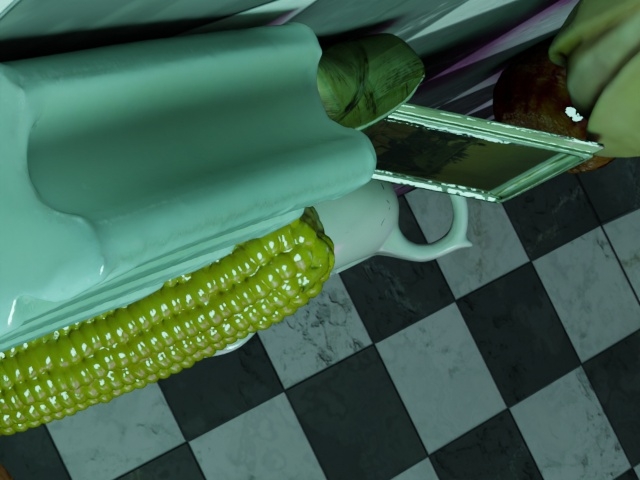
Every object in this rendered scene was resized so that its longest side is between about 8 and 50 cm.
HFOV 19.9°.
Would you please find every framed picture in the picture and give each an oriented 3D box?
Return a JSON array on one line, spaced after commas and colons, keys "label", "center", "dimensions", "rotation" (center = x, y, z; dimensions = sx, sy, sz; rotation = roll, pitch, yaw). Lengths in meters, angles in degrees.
[{"label": "framed picture", "center": [0.083, -0.065, 1.375], "dimensions": [0.197, 0.014, 0.252], "rotation": [11, 172, -8]}]

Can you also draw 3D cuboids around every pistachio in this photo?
[{"label": "pistachio", "center": [0.296, -0.155, 1.254], "dimensions": [0.293, 0.162, 0.181], "rotation": [-19, 166, 33]}]

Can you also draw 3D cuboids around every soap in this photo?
[{"label": "soap", "center": [-0.101, -0.016, 0.748], "dimensions": [0.159, 0.088, 0.265], "rotation": [-27, 178, 25]}]

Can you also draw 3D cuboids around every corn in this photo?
[{"label": "corn", "center": [-0.155, 0.048, 1.321], "dimensions": [0.344, 0.131, 0.131], "rotation": [-24, 179, 9]}]

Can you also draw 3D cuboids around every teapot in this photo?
[{"label": "teapot", "center": [0.000, 0.000, 1.793], "dimensions": [0.299, 0.166, 0.208], "rotation": [-16, 167, 2]}]

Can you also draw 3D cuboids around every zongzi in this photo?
[{"label": "zongzi", "center": [0.019, -0.095, 0.985], "dimensions": [0.104, 0.052, 0.113], "rotation": [-34, 168, -22]}]

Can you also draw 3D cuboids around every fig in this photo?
[{"label": "fig", "center": [0.261, -0.159, 1.719], "dimensions": [0.201, 0.134, 0.146], "rotation": [-47, -145, -19]}]

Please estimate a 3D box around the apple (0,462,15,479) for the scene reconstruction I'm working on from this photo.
[{"label": "apple", "center": [-0.345, 0.258, 1.190], "dimensions": [0.364, 0.364, 0.364], "rotation": [-26, 178, -1]}]
